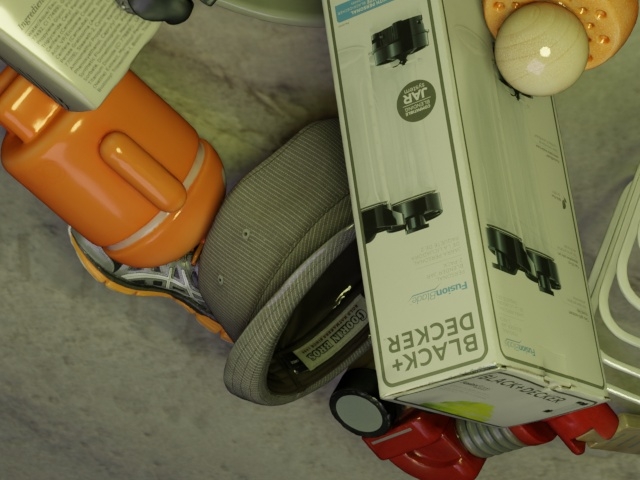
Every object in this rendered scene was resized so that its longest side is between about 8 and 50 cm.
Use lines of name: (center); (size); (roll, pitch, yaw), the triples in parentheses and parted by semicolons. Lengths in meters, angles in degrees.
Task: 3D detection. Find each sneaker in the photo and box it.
sneaker: (-0.115, 0.012, 1.668); (0.215, 0.084, 0.083); (25, 143, -23)

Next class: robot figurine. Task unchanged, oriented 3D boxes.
robot figurine: (-0.165, -0.065, 1.556); (0.158, 0.128, 0.219); (-25, 122, 40)

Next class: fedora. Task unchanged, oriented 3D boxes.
fedora: (0.000, 0.000, 1.524); (0.124, 0.243, 0.275); (46, 131, 20)

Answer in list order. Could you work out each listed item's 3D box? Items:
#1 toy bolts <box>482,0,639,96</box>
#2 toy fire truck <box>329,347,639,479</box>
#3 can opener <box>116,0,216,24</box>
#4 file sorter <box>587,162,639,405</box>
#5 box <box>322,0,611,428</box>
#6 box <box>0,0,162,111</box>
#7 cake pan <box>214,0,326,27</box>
toy bolts: (0.223, -0.173, 1.211); (0.218, 0.158, 0.228); (20, 143, 1)
toy fire truck: (0.169, 0.142, 1.657); (0.217, 0.158, 0.246); (-26, 113, 43)
can opener: (-0.149, -0.218, 1.341); (0.186, 0.073, 0.059); (42, 177, -20)
file sorter: (0.288, 0.008, 1.318); (0.173, 0.193, 0.278); (22, 162, 5)
box: (0.095, -0.032, 1.284); (0.087, 0.290, 0.169); (-19, 160, 28)
box: (-0.245, -0.214, 1.395); (0.275, 0.113, 0.094); (39, 170, -17)
cake pan: (-0.030, -0.267, 1.303); (0.293, 0.054, 0.293); (13, 142, 10)
